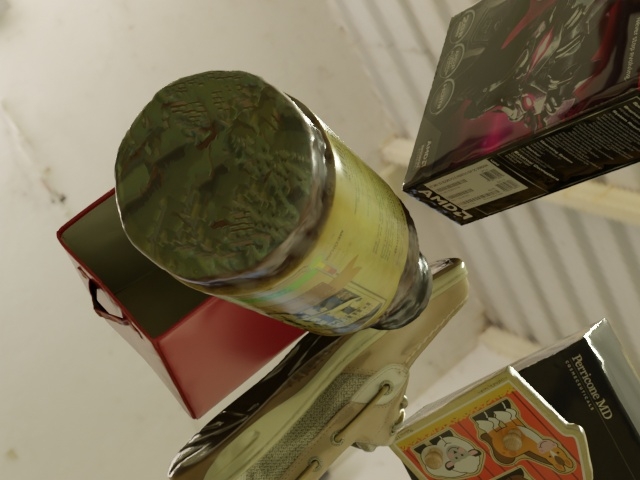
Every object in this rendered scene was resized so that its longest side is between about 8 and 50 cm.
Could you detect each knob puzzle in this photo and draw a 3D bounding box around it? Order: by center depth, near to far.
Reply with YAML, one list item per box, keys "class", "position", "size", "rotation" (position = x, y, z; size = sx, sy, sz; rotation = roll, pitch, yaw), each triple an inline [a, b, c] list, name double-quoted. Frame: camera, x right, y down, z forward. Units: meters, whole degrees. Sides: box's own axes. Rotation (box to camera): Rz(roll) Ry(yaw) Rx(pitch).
- class: "knob puzzle"
  position: [0.185, 0.236, 1.173]
  size: [0.213, 0.030, 0.213]
  rotation: [9, -57, 14]

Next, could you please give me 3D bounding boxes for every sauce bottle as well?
- class: "sauce bottle"
  position: [0.000, 0.000, 0.706]
  size: [0.111, 0.111, 0.344]
  rotation: [44, 5, 22]

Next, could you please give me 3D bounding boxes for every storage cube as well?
- class: "storage cube"
  position: [-0.138, 0.042, 1.260]
  size: [0.183, 0.215, 0.193]
  rotation: [42, -18, 29]

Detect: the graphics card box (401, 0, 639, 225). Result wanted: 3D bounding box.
- class: "graphics card box"
  position: [0.241, -0.168, 1.105]
  size: [0.094, 0.233, 0.371]
  rotation: [28, -25, -23]

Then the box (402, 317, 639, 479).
- class: "box"
  position: [0.324, 0.334, 1.604]
  size: [0.343, 0.312, 0.179]
  rotation: [63, 23, 6]

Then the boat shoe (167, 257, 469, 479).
- class: "boat shoe"
  position: [0.018, 0.128, 0.958]
  size: [0.098, 0.302, 0.109]
  rotation: [54, -20, -9]
